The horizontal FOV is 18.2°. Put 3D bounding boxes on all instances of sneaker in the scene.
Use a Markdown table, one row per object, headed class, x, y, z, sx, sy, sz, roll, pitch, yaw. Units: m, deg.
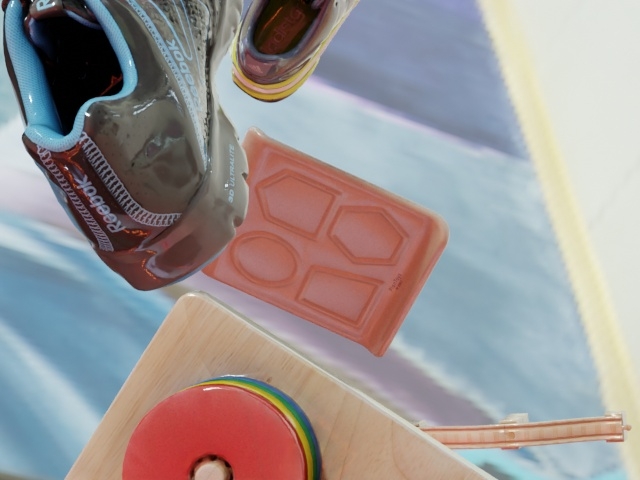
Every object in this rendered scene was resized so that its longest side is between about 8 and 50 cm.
| class | x | y | z | sx | sy | sz | roll | pitch | yaw |
| --- | --- | --- | --- | --- | --- | --- | --- | --- | --- |
| sneaker | 0.007 | -0.280 | 2.056 | 0.300 | 0.111 | 0.121 | -61 | 1 | -3 |
| sneaker | -0.121 | -0.138 | 1.200 | 0.125 | 0.139 | 0.341 | -27 | 48 | 15 |

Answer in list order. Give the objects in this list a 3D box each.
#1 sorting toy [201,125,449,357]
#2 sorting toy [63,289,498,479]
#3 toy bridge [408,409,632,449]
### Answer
| class | x | y | z | sx | sy | sz | roll | pitch | yaw |
| --- | --- | --- | --- | --- | --- | --- | --- | --- | --- |
| sorting toy | 0.000 | 0.000 | 1.860 | 0.038 | 0.208 | 0.193 | -61 | -2 | -46 |
| sorting toy | -0.033 | 0.198 | 0.980 | 0.257 | 0.255 | 0.089 | -58 | -7 | 4 |
| toy bridge | 0.158 | 0.155 | 1.617 | 0.063 | 0.188 | 0.026 | -1 | -94 | -75 |
